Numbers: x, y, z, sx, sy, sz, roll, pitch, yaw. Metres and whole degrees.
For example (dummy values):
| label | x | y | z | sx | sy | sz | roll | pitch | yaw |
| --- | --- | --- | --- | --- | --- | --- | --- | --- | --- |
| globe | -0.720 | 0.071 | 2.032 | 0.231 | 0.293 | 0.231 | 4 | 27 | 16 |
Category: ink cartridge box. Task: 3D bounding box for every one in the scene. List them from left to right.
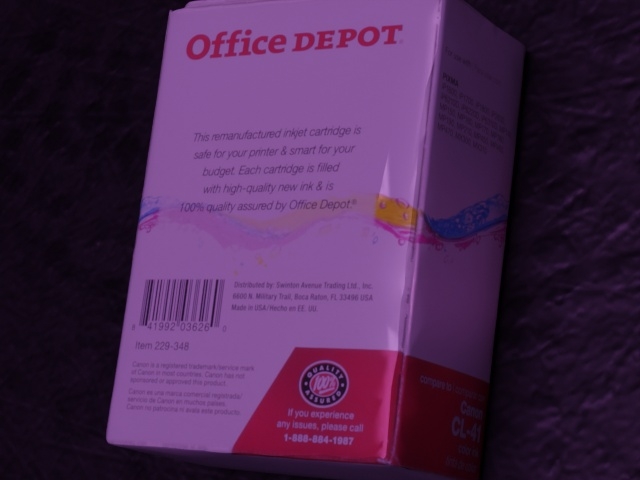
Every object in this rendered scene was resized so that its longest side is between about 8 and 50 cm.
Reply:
| label | x | y | z | sx | sy | sz | roll | pitch | yaw |
| --- | --- | --- | --- | --- | --- | --- | --- | --- | --- |
| ink cartridge box | 0.000 | 0.000 | 1.249 | 0.226 | 0.131 | 0.306 | 1 | 76 | 34 |
